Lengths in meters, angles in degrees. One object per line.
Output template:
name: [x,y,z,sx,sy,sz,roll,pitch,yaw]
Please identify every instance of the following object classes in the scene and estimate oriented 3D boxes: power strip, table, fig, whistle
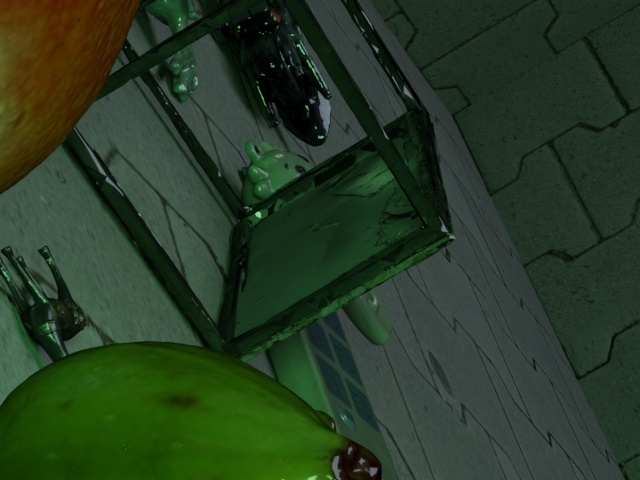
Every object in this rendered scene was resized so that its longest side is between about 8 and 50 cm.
power strip: [0.002,0.130,1.590,0.118,0.046,0.270,47,17,-48]
table: [-0.056,-0.111,1.507,0.272,0.222,0.335,56,11,-17]
fig: [-0.057,0.135,0.850,0.203,0.225,0.203,33,44,-39]
whistle: [-0.002,0.001,1.787,0.102,0.106,0.253,-47,112,-36]

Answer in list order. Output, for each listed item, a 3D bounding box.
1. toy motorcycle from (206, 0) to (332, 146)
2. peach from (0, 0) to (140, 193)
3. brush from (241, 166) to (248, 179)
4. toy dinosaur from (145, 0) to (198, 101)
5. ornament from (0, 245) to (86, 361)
toy motorcycle: [-0.066,-0.263,2.182,0.173,0.108,0.307,53,13,-55]
peach: [-0.196,-0.125,0.786,0.281,0.281,0.238,41,20,-59]
brush: [-0.029,-0.031,1.917,0.193,0.032,0.043,43,19,-52]
toy dinosaur: [-0.184,-0.321,1.831,0.129,0.076,0.383,105,-28,-58]
ornament: [-0.159,0.060,1.099,0.125,0.028,0.073,59,11,9]
